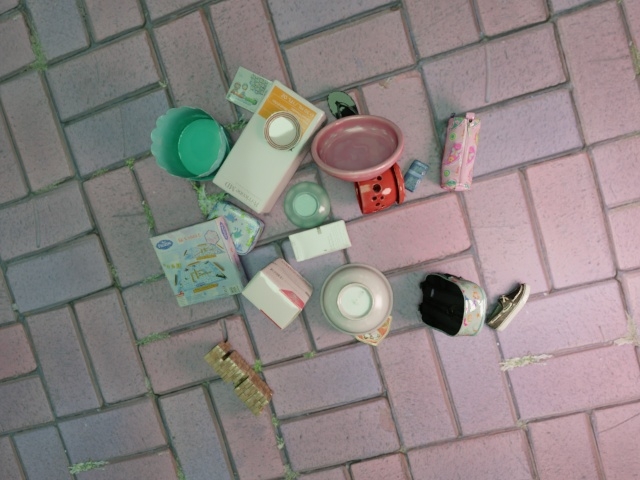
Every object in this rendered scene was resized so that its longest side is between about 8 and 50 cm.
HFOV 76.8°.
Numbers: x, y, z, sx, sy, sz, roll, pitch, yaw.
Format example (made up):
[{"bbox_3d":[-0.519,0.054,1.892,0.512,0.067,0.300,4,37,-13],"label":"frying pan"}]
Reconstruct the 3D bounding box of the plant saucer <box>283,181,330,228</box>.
[{"bbox_3d":[-0.058,-0.144,1.644,0.194,0.037,0.195,1,95,7],"label":"plant saucer"}]

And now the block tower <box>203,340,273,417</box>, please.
[{"bbox_3d":[-0.339,0.577,1.709,0.097,0.091,0.335,-41,90,8],"label":"block tower"}]

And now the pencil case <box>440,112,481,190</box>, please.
[{"bbox_3d":[0.528,-0.329,1.525,0.124,0.124,0.284,8,97,5],"label":"pencil case"}]

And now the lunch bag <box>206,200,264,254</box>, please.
[{"bbox_3d":[-0.357,-0.049,1.656,0.219,0.090,0.176,28,96,3],"label":"lunch bag"}]

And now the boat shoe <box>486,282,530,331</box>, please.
[{"bbox_3d":[0.730,0.252,1.575,0.070,0.078,0.219,31,99,1],"label":"boat shoe"}]

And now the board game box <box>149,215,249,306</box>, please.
[{"bbox_3d":[-0.488,0.091,1.640,0.318,0.066,0.318,-13,105,17],"label":"board game box"}]

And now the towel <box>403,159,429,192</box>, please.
[{"bbox_3d":[0.370,-0.254,1.592,0.067,0.029,0.119,30,98,3],"label":"towel"}]

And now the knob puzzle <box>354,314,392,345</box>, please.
[{"bbox_3d":[0.202,0.342,1.662,0.213,0.030,0.213,0,95,6],"label":"knob puzzle"}]

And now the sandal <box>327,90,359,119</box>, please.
[{"bbox_3d":[0.116,-0.480,1.586,0.097,0.054,0.255,-32,91,8],"label":"sandal"}]

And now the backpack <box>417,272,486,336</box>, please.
[{"bbox_3d":[0.506,0.244,1.512,0.191,0.253,0.225,4,95,-14],"label":"backpack"}]

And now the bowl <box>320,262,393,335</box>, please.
[{"bbox_3d":[0.140,0.236,1.587,0.297,0.134,0.298,0,87,7],"label":"bowl"}]

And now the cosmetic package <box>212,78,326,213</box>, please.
[{"bbox_3d":[-0.191,-0.353,1.577,0.230,0.161,0.453,34,98,2],"label":"cosmetic package"}]

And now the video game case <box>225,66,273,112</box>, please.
[{"bbox_3d":[-0.286,-0.605,1.636,0.157,0.019,0.143,27,97,3],"label":"video game case"}]

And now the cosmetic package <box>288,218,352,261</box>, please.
[{"bbox_3d":[0.000,0.000,1.627,0.231,0.085,0.117,-18,92,6],"label":"cosmetic package"}]

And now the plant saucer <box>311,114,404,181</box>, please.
[{"bbox_3d":[0.135,-0.329,1.471,0.332,0.084,0.332,-6,50,7],"label":"plant saucer"}]

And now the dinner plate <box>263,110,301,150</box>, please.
[{"bbox_3d":[-0.139,-0.399,1.476,0.141,0.017,0.141,0,94,5],"label":"dinner plate"}]

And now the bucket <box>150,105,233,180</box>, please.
[{"bbox_3d":[-0.480,-0.365,1.557,0.281,0.183,0.281,1,96,8],"label":"bucket"}]

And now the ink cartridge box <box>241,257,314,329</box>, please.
[{"bbox_3d":[-0.153,0.194,1.560,0.207,0.283,0.117,42,101,1],"label":"ink cartridge box"}]

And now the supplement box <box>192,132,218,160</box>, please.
[{"bbox_3d":[-0.468,-0.383,1.665,0.062,0.036,0.098,-42,90,9],"label":"supplement box"}]

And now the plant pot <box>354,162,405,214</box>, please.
[{"bbox_3d":[0.221,-0.209,1.532,0.174,0.191,0.191,-13,93,3],"label":"plant pot"}]
